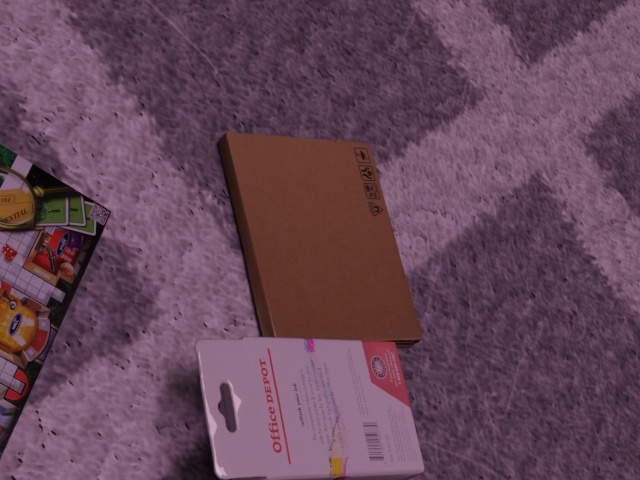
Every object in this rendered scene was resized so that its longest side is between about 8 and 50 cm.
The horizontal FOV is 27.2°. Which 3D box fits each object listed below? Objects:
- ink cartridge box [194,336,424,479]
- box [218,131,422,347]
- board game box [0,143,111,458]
[{"bbox_3d":[-0.022,0.141,1.044,0.198,0.067,0.115,6,62,-37],"label":"ink cartridge box"},{"bbox_3d":[0.000,0.000,1.171,0.164,0.021,0.201,1,66,-37],"label":"box"},{"bbox_3d":[-0.254,0.046,0.947,0.136,0.030,0.259,31,51,-18],"label":"board game box"}]
